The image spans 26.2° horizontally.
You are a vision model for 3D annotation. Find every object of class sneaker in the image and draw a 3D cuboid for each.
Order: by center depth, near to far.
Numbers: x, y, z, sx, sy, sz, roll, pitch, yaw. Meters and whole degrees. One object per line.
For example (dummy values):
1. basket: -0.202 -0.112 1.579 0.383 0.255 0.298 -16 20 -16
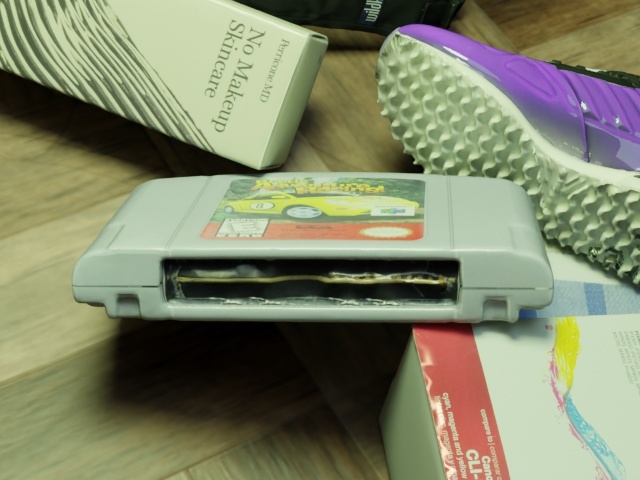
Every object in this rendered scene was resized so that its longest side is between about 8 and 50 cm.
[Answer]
1. sneaker: 0.184 -0.084 1.030 0.293 0.102 0.146 32 50 4

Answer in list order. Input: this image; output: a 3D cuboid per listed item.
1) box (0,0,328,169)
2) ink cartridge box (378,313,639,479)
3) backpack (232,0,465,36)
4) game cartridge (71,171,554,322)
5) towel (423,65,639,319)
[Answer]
1. box: -0.143 -0.151 1.034 0.275 0.113 0.094 20 8 7
2. ink cartridge box: 0.141 0.132 0.870 0.176 0.128 0.127 -2 53 -11
3. backpack: -0.014 -0.308 1.111 0.263 0.276 0.213 -12 51 -11
4. game cartridge: 0.000 0.000 0.921 0.294 0.060 0.196 0 13 4
5. towel: 0.177 -0.029 1.064 0.209 0.034 0.285 4 54 -10
